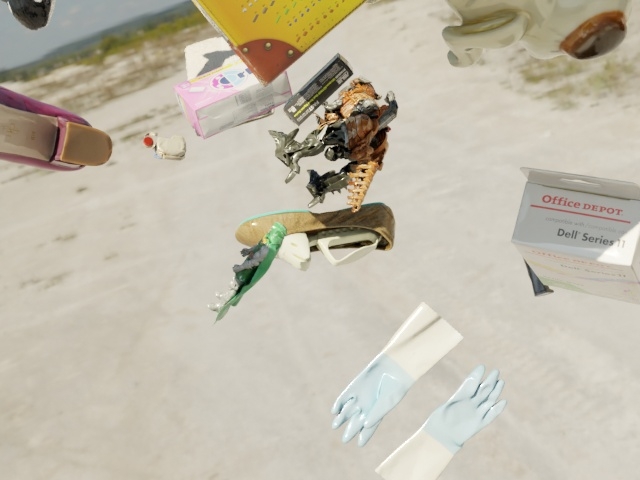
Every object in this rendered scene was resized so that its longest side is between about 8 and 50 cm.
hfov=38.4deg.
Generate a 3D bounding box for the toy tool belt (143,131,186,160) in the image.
[{"bbox_3d":[-0.299,-0.174,1.758,0.083,0.052,0.051,6,-25,-12],"label":"toy tool belt"}]

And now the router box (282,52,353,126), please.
[{"bbox_3d":[-0.004,-0.238,1.442,0.122,0.038,0.092,-43,11,11],"label":"router box"}]

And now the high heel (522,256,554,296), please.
[{"bbox_3d":[0.532,-0.007,1.919,0.261,0.186,0.093,-24,-18,34],"label":"high heel"}]

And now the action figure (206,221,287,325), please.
[{"bbox_3d":[-0.134,0.050,1.764,0.232,0.063,0.137,-50,8,27],"label":"action figure"}]

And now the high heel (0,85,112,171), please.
[{"bbox_3d":[-0.498,-0.175,1.319,0.377,0.127,0.181,21,-5,-34],"label":"high heel"}]

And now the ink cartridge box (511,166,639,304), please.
[{"bbox_3d":[0.457,-0.001,1.578,0.207,0.119,0.353,12,-12,28],"label":"ink cartridge box"}]

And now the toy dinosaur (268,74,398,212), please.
[{"bbox_3d":[0.040,-0.173,1.607,0.218,0.164,0.322,-27,17,20],"label":"toy dinosaur"}]

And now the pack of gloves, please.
[{"bbox_3d":[0.143,0.238,1.302,0.232,0.195,0.046,-49,5,3],"label":"pack of gloves"}]

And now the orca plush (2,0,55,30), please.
[{"bbox_3d":[-0.505,-0.505,1.562,0.151,0.287,0.102,1,-17,17],"label":"orca plush"}]

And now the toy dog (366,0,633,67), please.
[{"bbox_3d":[0.320,-0.451,1.468,0.395,0.407,0.285,-39,34,38],"label":"toy dog"}]

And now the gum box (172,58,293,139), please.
[{"bbox_3d":[-0.148,-0.260,1.609,0.188,0.062,0.107,-26,41,-14],"label":"gum box"}]

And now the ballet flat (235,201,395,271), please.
[{"bbox_3d":[0.000,0.000,1.904,0.342,0.124,0.116,-5,-33,-16],"label":"ballet flat"}]

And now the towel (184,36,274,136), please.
[{"bbox_3d":[-0.198,-0.352,1.980,0.187,0.049,0.282,-16,52,5],"label":"towel"}]

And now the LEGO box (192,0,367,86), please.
[{"bbox_3d":[0.028,-0.457,1.072,0.500,0.193,0.372,-39,31,5],"label":"LEGO box"}]
